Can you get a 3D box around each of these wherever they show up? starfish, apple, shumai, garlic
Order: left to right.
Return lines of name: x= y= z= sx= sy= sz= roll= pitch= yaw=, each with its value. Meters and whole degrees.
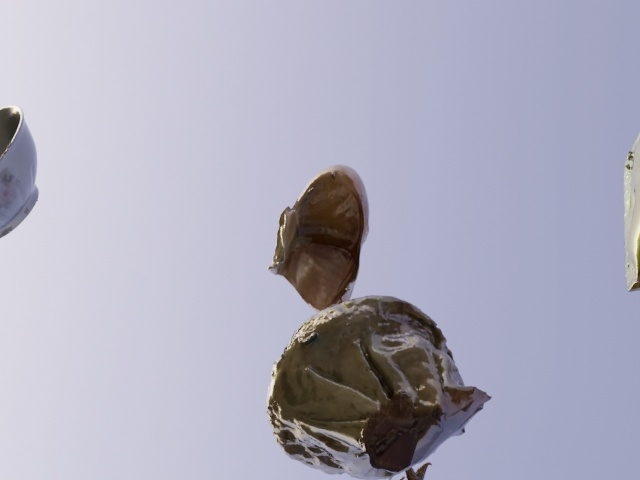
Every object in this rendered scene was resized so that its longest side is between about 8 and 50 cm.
garlic: x=0.011 y=0.002 z=1.019 sx=0.099 sy=0.124 sz=0.174 roll=18 pitch=-79 yaw=13
shumai: x=0.051 y=0.159 z=0.826 sx=0.201 sy=0.120 sz=0.201 roll=-3 pitch=-66 yaw=-7
starfish: x=0.176 y=0.435 z=1.651 sx=0.028 sy=0.078 sz=0.091 roll=-19 pitch=-87 yaw=58
apple: x=0.420 y=-0.075 z=1.017 sx=0.120 sy=0.265 sz=0.193 roll=19 pitch=-48 yaw=1

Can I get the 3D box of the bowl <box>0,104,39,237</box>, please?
bowl: x=-0.373 y=-0.055 z=1.015 sx=0.189 sy=0.086 sz=0.189 roll=-26 pitch=-143 yaw=22
